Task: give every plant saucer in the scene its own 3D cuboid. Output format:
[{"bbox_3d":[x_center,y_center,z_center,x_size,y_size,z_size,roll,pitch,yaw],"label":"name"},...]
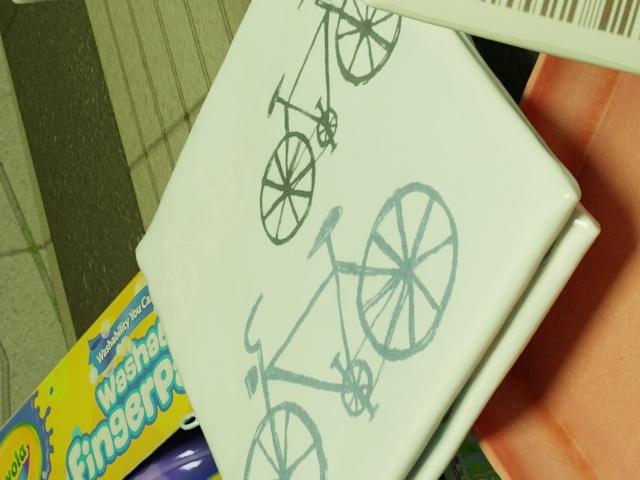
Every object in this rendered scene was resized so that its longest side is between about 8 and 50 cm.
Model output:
[{"bbox_3d":[0.154,0.022,0.769,0.258,0.048,0.259,57,134,49],"label":"plant saucer"}]

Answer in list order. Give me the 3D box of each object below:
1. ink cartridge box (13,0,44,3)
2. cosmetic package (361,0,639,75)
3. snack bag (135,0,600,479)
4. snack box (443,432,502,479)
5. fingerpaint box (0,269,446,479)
[{"bbox_3d":[-0.122,-0.346,1.010,0.384,0.160,0.279,129,127,-68],"label":"ink cartridge box"},{"bbox_3d":[0.094,-0.148,0.647,0.183,0.151,0.151,-114,37,-76],"label":"cosmetic package"},{"bbox_3d":[0.000,0.000,0.963,0.323,0.037,0.342,-63,35,30],"label":"snack bag"},{"bbox_3d":[0.103,0.077,0.973,0.037,0.100,0.141,108,147,-56],"label":"snack box"},{"bbox_3d":[-0.053,0.219,1.196,0.445,0.163,0.371,-44,56,43],"label":"fingerpaint box"}]
